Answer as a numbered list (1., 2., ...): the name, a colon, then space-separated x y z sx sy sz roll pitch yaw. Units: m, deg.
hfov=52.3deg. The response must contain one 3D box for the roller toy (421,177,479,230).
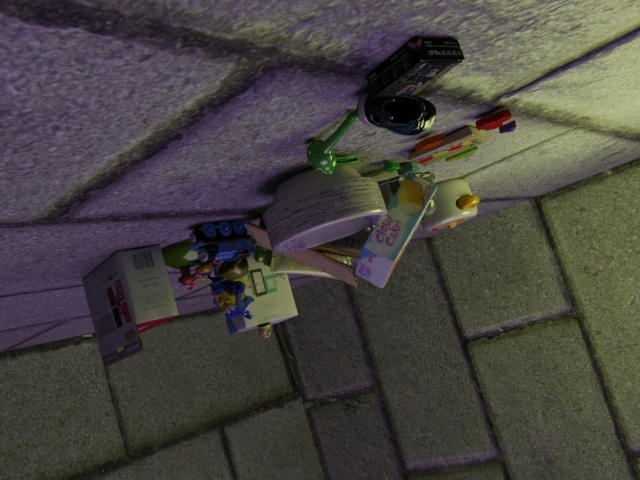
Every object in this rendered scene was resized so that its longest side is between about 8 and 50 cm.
1. roller toy: 0.421 -0.112 2.181 0.210 0.146 0.191 -19 172 9

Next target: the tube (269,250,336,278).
1. tube: -0.031 0.066 1.896 0.240 0.070 0.062 11 127 -24

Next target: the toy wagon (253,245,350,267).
1. toy wagon: -0.075 0.044 2.093 0.268 0.068 0.344 -3 -174 -25

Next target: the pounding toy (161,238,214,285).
1. pounding toy: -0.346 0.061 1.911 0.237 0.110 0.183 -12 171 -30

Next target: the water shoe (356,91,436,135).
1. water shoe: 0.151 -0.215 1.126 0.203 0.072 0.080 -8 -164 -44

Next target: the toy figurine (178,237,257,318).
1. toy figurine: -0.255 0.145 2.043 0.363 0.217 0.191 -22 -163 49

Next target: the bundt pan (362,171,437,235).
1. bundt pan: 0.206 -0.091 1.976 0.331 0.124 0.331 -16 171 -3

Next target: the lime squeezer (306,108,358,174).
1. lime squeezer: 0.023 -0.181 1.305 0.110 0.059 0.310 -47 171 -4

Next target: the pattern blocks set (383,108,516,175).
1. pattern blocks set: 0.313 -0.230 1.588 0.325 0.026 0.285 -20 171 19

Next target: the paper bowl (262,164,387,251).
1. paper bowl: 0.004 -0.082 1.531 0.285 0.148 0.284 -16 171 -3

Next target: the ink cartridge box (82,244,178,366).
1. ink cartridge box: -0.532 0.190 1.830 0.130 0.271 0.309 -10 170 -39

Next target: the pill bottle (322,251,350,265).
1. pill bottle: 0.043 0.061 1.873 0.083 0.043 0.043 14 160 -21

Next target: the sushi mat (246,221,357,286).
1. sushi mat: -0.048 0.038 1.724 0.317 0.019 0.151 23 165 17

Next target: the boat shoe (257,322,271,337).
1. boat shoe: -0.186 0.307 2.201 0.050 0.045 0.135 -14 171 -8

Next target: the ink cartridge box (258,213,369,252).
1. ink cartridge box: 0.000 0.000 1.899 0.304 0.072 0.307 9 172 10

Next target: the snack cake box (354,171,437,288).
1. snack cake box: 0.193 -0.027 1.682 0.264 0.089 0.152 -57 172 -29

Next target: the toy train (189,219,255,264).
1. toy train: -0.261 0.006 1.732 0.080 0.105 0.184 -25 169 41

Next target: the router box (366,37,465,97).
1. router box: 0.143 -0.262 0.995 0.092 0.038 0.122 -10 170 -35

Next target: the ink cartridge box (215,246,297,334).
1. ink cartridge box: -0.233 0.165 2.278 0.197 0.269 0.198 -11 170 -27
